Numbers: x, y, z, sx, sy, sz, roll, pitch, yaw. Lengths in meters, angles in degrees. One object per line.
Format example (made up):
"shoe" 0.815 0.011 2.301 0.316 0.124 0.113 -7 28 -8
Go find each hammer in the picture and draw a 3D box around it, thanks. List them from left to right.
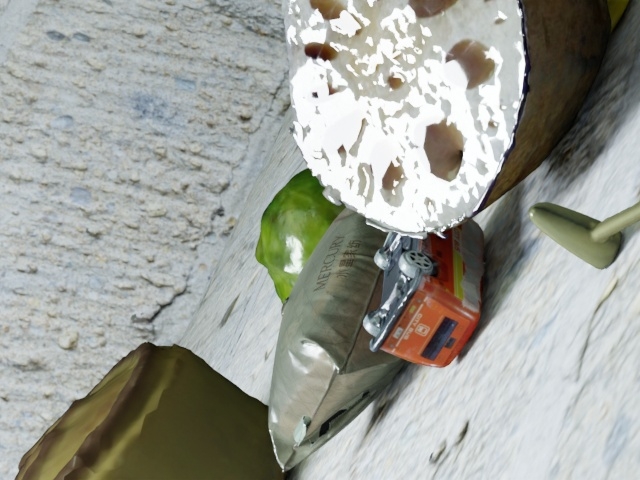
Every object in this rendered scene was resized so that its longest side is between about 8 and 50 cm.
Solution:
"hammer" 0.191 -0.030 0.891 0.195 0.060 0.028 -36 26 62

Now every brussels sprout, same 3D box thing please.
"brussels sprout" 0.005 -0.001 1.606 0.181 0.144 0.161 -147 51 -70

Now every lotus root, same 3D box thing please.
"lotus root" 0.106 -0.151 1.190 0.192 0.272 0.272 -25 -22 -45

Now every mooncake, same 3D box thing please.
"mooncake" -0.207 0.299 1.583 0.393 0.246 0.394 -60 10 -29

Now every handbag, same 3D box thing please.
"handbag" 0.025 0.069 1.353 0.270 0.117 0.182 -68 2 -46

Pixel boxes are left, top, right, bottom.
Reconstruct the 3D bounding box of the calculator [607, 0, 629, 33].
"calculator" 0.205 -0.177 1.322 0.146 0.032 0.235 -65 11 -23

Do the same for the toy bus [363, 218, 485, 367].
"toy bus" 0.087 0.027 1.215 0.079 0.077 0.174 -61 7 29
